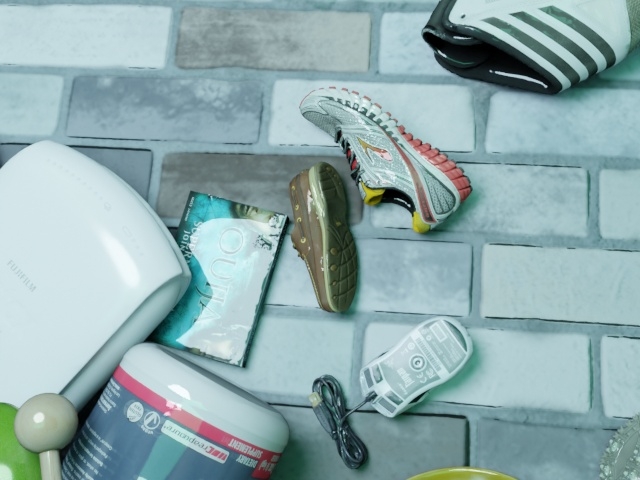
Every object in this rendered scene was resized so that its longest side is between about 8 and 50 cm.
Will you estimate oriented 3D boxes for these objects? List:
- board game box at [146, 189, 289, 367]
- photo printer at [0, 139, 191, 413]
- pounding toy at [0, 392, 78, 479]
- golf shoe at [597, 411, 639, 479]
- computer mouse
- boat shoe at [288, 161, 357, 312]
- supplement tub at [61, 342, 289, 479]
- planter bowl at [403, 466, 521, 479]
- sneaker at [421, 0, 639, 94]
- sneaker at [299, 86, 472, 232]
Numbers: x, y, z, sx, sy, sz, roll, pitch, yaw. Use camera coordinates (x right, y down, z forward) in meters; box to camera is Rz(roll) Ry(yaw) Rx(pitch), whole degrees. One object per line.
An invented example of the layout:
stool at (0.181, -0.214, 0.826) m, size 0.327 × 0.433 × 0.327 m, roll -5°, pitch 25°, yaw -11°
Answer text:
board game box at (-0.122, 0.044, 0.848) m, size 0.126 × 0.026 × 0.186 m, roll 14°, pitch 78°, yaw 9°
photo printer at (-0.314, 0.058, 0.806) m, size 0.256 × 0.107 × 0.307 m, roll 43°, pitch 90°, yaw 14°
pounding toy at (-0.327, 0.228, 0.632) m, size 0.236 × 0.110 × 0.183 m, roll -17°, pitch 66°, yaw 31°
golf shoe at (0.334, 0.268, 0.744) m, size 0.086 × 0.069 × 0.176 m, roll 24°, pitch 82°, yaw -10°
computer mouse at (0.084, 0.158, 0.796) m, size 0.193 × 0.042 × 0.106 m, roll -34°, pitch 71°, yaw 2°
boat shoe at (0.000, 0.000, 0.835) m, size 0.060 × 0.064 × 0.178 m, roll -18°, pitch 72°, yaw 32°
supplement tub at (-0.170, 0.258, 0.715) m, size 0.191 × 0.191 × 0.272 m, roll 27°, pitch 80°, yaw 11°
planter bowl at (0.140, 0.333, 0.699) m, size 0.217 × 0.217 × 0.090 m, roll -12°, pitch 118°, yaw 2°
sneaker at (0.194, -0.368, 0.845) m, size 0.257 × 0.169 × 0.448 m, roll -33°, pitch 78°, yaw -5°
sneaker at (0.062, -0.096, 0.834) m, size 0.225 × 0.088 × 0.093 m, roll 38°, pitch 84°, yaw 13°
